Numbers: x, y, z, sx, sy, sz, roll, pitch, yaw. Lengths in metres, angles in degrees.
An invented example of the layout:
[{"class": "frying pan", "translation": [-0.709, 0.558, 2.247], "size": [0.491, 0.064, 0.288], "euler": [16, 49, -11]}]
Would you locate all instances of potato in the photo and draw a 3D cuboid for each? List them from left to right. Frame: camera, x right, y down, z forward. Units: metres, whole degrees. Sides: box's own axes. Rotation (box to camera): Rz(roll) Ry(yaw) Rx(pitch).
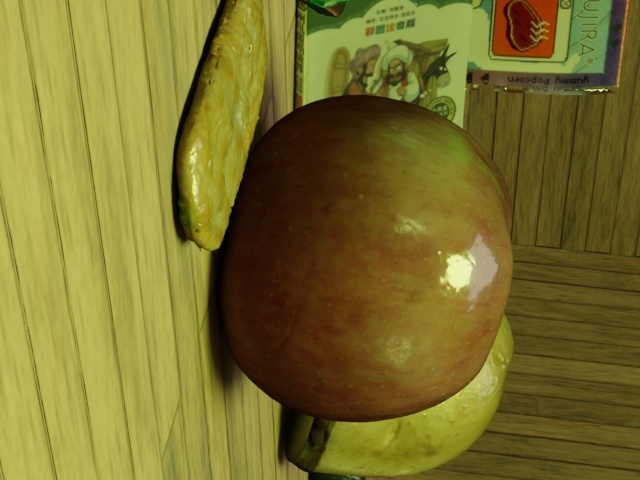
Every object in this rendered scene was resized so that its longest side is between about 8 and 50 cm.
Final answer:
[{"class": "potato", "translation": [0.097, 0.137, 1.867], "size": [0.242, 0.242, 0.285], "euler": [85, 14, -57]}]

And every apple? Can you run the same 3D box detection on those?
[{"class": "apple", "translation": [0.044, 0.015, 1.422], "size": [0.306, 0.235, 0.305], "euler": [7, 90, -84]}]

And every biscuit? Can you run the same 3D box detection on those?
[{"class": "biscuit", "translation": [-0.069, -0.098, 1.257], "size": [0.118, 0.029, 0.247], "euler": [88, 11, -46]}]

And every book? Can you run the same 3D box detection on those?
[{"class": "book", "translation": [0.065, -0.203, 1.687], "size": [0.027, 0.202, 0.264], "euler": [40, -43, 48]}]

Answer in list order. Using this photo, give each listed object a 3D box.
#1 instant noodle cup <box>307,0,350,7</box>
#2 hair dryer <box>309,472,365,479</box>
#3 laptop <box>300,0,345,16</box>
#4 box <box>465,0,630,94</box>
[{"class": "instant noodle cup", "translation": [-0.012, -0.262, 0.988], "size": [0.233, 0.207, 0.207], "euler": [19, 77, -76]}, {"class": "hair dryer", "translation": [0.016, 0.223, 2.081], "size": [0.219, 0.071, 0.124], "euler": [70, 27, -60]}, {"class": "laptop", "translation": [-0.013, -0.296, 1.333], "size": [0.154, 0.026, 0.207], "euler": [26, 69, -57]}, {"class": "box", "translation": [0.181, -0.369, 1.806], "size": [0.257, 0.319, 0.348], "euler": [-81, 175, -59]}]
